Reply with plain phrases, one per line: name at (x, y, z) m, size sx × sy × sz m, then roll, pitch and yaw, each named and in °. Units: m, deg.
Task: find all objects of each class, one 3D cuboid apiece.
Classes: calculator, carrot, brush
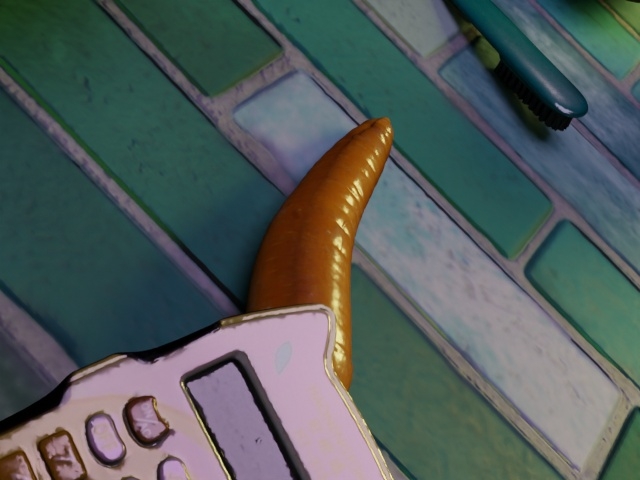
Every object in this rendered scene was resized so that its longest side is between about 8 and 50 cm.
calculator at (-0.070, 0.125, 0.399) m, size 0.237 × 0.033 × 0.157 m, roll -22°, pitch 77°, yaw -25°
carrot at (0.000, -0.001, 0.550) m, size 0.066 × 0.062 × 0.271 m, roll 3°, pitch 46°, yaw 8°
brush at (0.150, -0.161, 0.784) m, size 0.043 × 0.032 × 0.193 m, roll -16°, pitch 57°, yaw -35°

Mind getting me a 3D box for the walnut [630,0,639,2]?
walnut at (0.347, -0.340, 0.925) m, size 0.203 × 0.203 × 0.298 m, roll 43°, pitch 42°, yaw 0°
